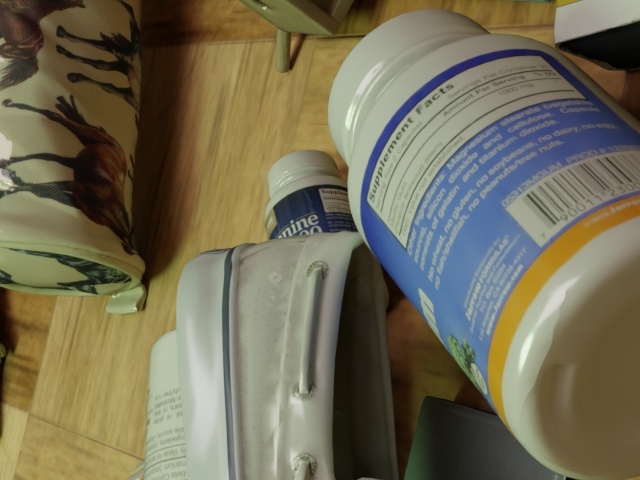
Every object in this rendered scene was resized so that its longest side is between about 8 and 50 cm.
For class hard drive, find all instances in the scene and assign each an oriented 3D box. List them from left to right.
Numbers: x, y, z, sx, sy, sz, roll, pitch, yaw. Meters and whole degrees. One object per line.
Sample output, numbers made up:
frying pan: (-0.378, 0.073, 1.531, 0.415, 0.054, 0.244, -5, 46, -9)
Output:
hard drive: (0.095, 0.146, 0.930, 0.135, 0.022, 0.094, 10, 85, 56)

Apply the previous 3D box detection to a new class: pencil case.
pencil case: (-0.215, -0.146, 1.364, 0.160, 0.183, 0.410, -28, 57, 54)

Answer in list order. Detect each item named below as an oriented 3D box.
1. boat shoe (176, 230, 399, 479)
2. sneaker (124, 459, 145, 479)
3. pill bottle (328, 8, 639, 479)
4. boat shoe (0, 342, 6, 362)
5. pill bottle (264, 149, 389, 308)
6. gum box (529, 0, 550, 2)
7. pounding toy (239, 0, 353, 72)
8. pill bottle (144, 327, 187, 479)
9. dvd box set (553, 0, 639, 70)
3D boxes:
boat shoe: (0.025, 0.165, 0.882, 0.156, 0.136, 0.367, -14, 66, 19)
sneaker: (-0.104, 0.228, 1.145, 0.084, 0.083, 0.215, -32, 34, 40)
pill bottle: (0.105, -0.014, 0.861, 0.152, 0.152, 0.272, -62, 35, 19)
boat shoe: (-0.317, 0.099, 1.526, 0.072, 0.068, 0.190, -14, 76, 40)
pill bottle: (0.000, 0.000, 1.086, 0.067, 0.067, 0.120, -48, 42, 34)
gum box: (0.096, -0.235, 1.062, 0.184, 0.041, 0.157, 16, 91, 57)
pounding toy: (-0.024, -0.204, 1.164, 0.100, 0.141, 0.130, 16, 76, 57)
pill bottle: (-0.045, 0.174, 1.026, 0.131, 0.131, 0.229, -25, 58, 49)
dvd box set: (0.259, -0.314, 0.835, 0.307, 0.062, 0.421, -8, 71, 55)
